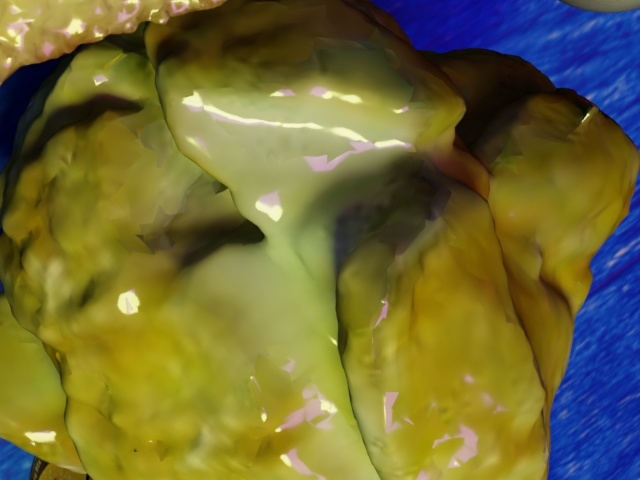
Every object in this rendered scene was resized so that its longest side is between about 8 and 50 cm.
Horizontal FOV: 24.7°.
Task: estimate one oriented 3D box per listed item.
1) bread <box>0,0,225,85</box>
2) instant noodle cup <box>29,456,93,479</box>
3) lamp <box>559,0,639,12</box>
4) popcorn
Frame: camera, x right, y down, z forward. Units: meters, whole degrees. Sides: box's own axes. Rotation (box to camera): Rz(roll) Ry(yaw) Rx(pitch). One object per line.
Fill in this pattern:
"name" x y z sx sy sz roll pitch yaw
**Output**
"bread" -0.177 -0.135 0.397 0.340 0.179 0.194 -25 135 -30
"instant noodle cup" -0.071 0.143 0.735 0.151 0.122 0.151 -24 131 -30
"lamp" 0.140 -0.163 0.711 0.105 0.105 0.105 -23 132 -28
"popcorn" -0.002 -0.002 0.613 0.276 0.225 0.276 16 69 -49
